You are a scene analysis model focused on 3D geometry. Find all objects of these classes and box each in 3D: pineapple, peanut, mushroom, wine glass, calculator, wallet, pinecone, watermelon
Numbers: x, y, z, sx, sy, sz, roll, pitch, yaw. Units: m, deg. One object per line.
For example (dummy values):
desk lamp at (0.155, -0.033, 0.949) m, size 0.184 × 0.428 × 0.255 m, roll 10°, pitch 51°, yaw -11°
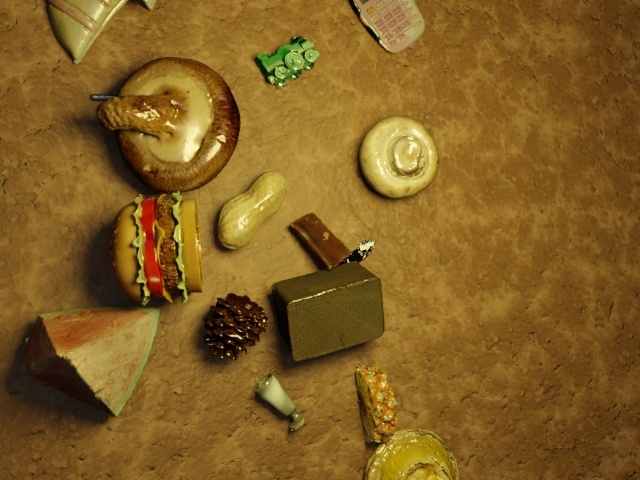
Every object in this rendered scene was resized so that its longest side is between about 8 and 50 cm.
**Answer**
pineapple at (0.163, 0.463, 1.537) m, size 0.079 × 0.135 × 0.233 m, roll -6°, pitch 86°, yaw -18°
peanut at (-0.187, -0.089, 1.489) m, size 0.123 × 0.123 × 0.257 m, roll 41°, pitch 73°, yaw -10°
mushroom at (0.232, -0.247, 1.595) m, size 0.254 × 0.184 × 0.255 m, roll 0°, pitch 85°, yaw -2°
wine glass at (-0.107, 0.439, 1.491) m, size 0.072 × 0.072 × 0.155 m, roll -44°, pitch 99°, yaw -15°
calculator at (0.201, -0.717, 1.697) m, size 0.194 × 0.043 × 0.294 m, roll -40°, pitch 101°, yaw -17°
wallet at (0.000, 0.000, 1.542) m, size 0.095 × 0.026 × 0.176 m, roll -34°, pitch 69°, yaw -31°
pinecone at (-0.231, 0.233, 1.433) m, size 0.162 × 0.163 × 0.165 m, roll 27°, pitch 100°, yaw -13°
watermelon at (-0.542, 0.232, 1.298) m, size 0.283 × 0.293 × 0.251 m, roll 22°, pitch 50°, yaw -13°
mushroom at (-0.367, -0.299, 1.406) m, size 0.344 × 0.239 × 0.345 m, roll -4°, pitch 107°, yaw -15°

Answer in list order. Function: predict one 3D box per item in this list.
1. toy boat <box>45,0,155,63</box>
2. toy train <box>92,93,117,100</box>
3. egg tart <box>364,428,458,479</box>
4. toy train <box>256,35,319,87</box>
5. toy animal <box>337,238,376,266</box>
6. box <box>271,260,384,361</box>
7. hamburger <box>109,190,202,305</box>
toy boat at (-0.597, -0.657, 1.420) m, size 0.293 × 0.111 × 0.276 m, roll -34°, pitch 88°, yaw -6°
toy train at (-0.558, -0.379, 1.450) m, size 0.083 × 0.017 × 0.017 m, roll -4°, pitch 88°, yaw -18°
egg tart at (0.273, 0.695, 1.559) m, size 0.314 × 0.120 × 0.315 m, roll 2°, pitch 84°, yaw -17°
toy train at (-0.090, -0.517, 1.577) m, size 0.178 × 0.071 × 0.105 m, roll -35°, pitch 85°, yaw -15°
toy animal at (0.082, 0.068, 1.591) m, size 0.108 × 0.062 × 0.220 m, roll 45°, pitch 73°, yaw -31°
box at (0.021, 0.188, 1.487) m, size 0.273 × 0.143 × 0.184 m, roll -14°, pitch 111°, yaw -18°
hamburger at (-0.400, 0.020, 1.336) m, size 0.212 × 0.274 × 0.275 m, roll -5°, pitch 87°, yaw -10°
